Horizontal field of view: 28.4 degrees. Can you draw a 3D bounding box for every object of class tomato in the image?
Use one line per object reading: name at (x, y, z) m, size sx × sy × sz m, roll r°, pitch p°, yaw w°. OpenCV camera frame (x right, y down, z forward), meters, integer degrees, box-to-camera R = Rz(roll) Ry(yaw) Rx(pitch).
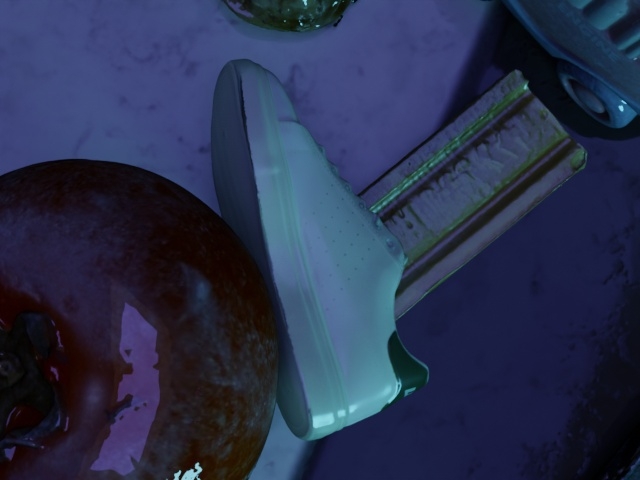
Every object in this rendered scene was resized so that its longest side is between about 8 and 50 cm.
tomato at (-0.151, 0.080, 0.825) m, size 0.270 × 0.227 × 0.270 m, roll -1°, pitch 86°, yaw 22°

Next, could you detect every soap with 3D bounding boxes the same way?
soap at (0.076, -0.015, 0.939) m, size 0.252 × 0.037 × 0.092 m, roll -39°, pitch 92°, yaw -3°

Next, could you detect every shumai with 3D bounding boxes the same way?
shumai at (-0.022, -0.221, 0.897) m, size 0.145 × 0.116 × 0.145 m, roll 0°, pitch 89°, yaw -5°

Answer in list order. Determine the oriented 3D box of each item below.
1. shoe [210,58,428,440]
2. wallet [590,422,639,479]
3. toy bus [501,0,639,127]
shoe at (0.000, 0.000, 0.880) m, size 0.110 × 0.095 × 0.265 m, roll -10°, pitch 86°, yaw -20°
wallet at (0.346, 0.299, 0.946) m, size 0.379 × 0.046 × 0.191 m, roll 37°, pitch 88°, yaw -3°
toy bus at (0.219, -0.222, 0.853) m, size 0.197 × 0.232 × 0.294 m, roll -44°, pitch 92°, yaw -3°
